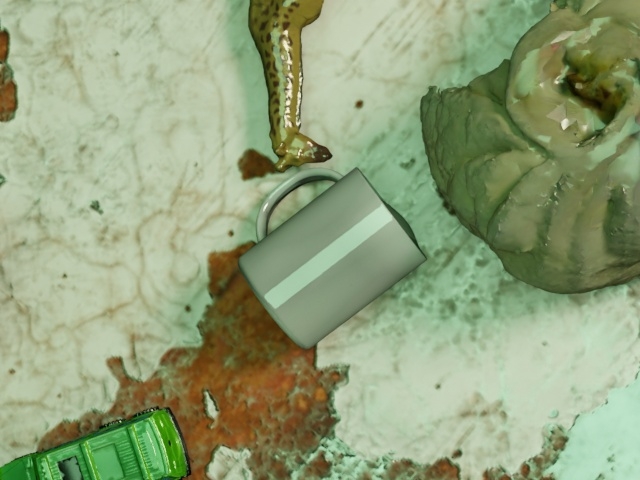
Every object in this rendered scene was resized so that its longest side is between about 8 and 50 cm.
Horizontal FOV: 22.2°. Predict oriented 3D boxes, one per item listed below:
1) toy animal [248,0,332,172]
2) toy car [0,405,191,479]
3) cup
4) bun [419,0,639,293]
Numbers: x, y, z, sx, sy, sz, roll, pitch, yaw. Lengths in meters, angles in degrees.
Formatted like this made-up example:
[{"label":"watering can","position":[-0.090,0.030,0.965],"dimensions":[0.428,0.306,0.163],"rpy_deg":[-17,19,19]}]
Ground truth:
[{"label":"toy animal","position":[-0.012,-0.198,1.403],"dimensions":[0.149,0.054,0.275],"rpy_deg":[25,86,7]},{"label":"toy car","position":[-0.196,0.197,1.386],"dimensions":[0.165,0.062,0.071],"rpy_deg":[-20,83,6]},{"label":"cup","position":[0.007,0.008,1.371],"dimensions":[0.133,0.136,0.099],"rpy_deg":[-38,114,4]},{"label":"bun","position":[0.221,-0.088,1.282],"dimensions":[0.282,0.205,0.281],"rpy_deg":[-1,86,7]}]
